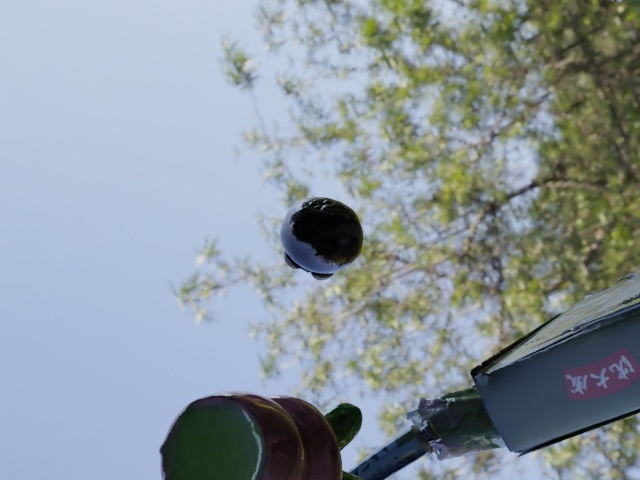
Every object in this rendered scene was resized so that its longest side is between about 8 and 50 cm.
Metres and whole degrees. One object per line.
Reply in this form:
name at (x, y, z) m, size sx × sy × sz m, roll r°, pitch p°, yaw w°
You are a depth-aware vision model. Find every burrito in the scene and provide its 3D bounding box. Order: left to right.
burrito at (0.285, 0.340, 2.233) m, size 0.228 × 0.089 × 0.144 m, roll -9°, pitch -118°, yaw -25°

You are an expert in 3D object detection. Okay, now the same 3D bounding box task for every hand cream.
hand cream at (0.093, 0.391, 1.988) m, size 0.088 × 0.256 × 0.055 m, roll 30°, pitch -155°, yaw -56°

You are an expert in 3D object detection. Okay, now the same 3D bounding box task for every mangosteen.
mangosteen at (0.000, 0.000, 2.073) m, size 0.152 × 0.152 × 0.152 m, roll 41°, pitch -144°, yaw -38°

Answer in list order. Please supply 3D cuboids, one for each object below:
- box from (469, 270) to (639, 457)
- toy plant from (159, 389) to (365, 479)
box at (0.470, 0.125, 1.658) m, size 0.420 × 0.373 × 0.138 m, roll -22°, pitch -94°, yaw -54°
toy plant at (-0.068, 0.307, 1.645) m, size 0.317 × 0.211 × 0.356 m, roll 32°, pitch -171°, yaw 35°
